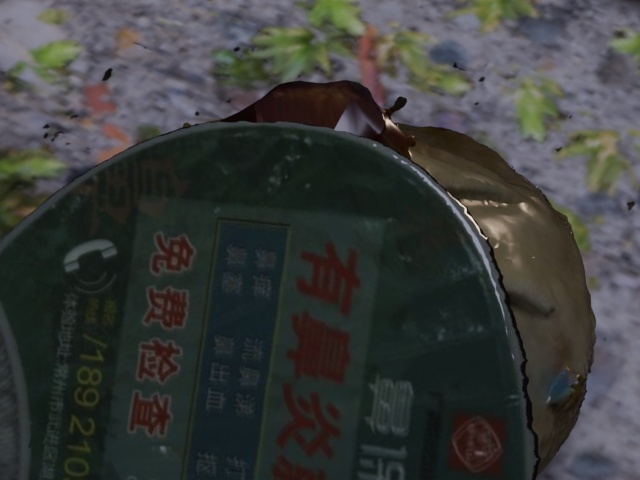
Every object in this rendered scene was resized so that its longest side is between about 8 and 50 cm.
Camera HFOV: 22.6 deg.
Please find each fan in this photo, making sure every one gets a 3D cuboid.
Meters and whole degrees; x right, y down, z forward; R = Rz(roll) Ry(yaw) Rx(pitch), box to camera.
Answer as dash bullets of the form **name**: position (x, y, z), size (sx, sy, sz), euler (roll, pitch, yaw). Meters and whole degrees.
- **fan**: position (-0.069, 0.097, 0.461), size (0.294, 0.012, 0.223), euler (-24, 76, 18)

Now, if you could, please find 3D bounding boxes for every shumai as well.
- **shumai**: position (0.000, 0.000, 0.545), size (0.201, 0.120, 0.201), euler (1, 48, -1)
